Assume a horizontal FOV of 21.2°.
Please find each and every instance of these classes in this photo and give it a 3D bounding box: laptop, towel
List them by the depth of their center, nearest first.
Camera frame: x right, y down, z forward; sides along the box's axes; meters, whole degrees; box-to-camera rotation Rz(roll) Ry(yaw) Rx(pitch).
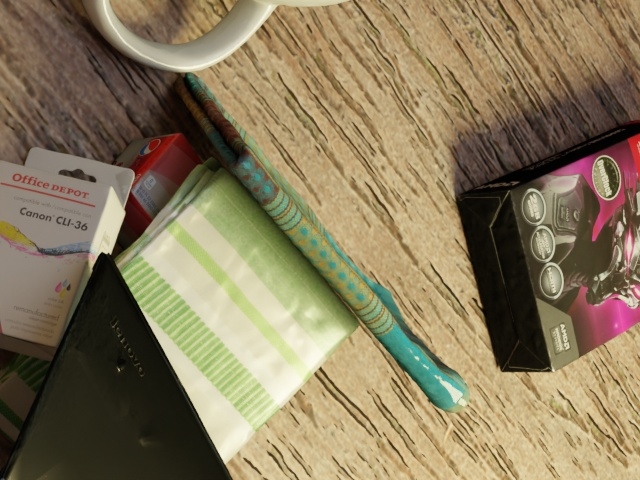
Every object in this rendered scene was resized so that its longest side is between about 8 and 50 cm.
[{"bbox_3d":[-0.266,0.295,1.504,0.408,0.236,0.382,-28,127,-5],"label":"laptop"},{"bbox_3d":[-0.143,0.113,1.644,0.325,0.038,0.248,-46,118,-11],"label":"towel"},{"bbox_3d":[0.000,0.000,1.722,0.040,0.271,0.370,-40,118,1],"label":"towel"}]

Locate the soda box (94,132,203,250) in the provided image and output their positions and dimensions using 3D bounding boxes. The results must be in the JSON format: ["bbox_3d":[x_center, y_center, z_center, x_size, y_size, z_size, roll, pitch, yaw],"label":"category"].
[{"bbox_3d":[-0.116,0.021,1.715,0.263,0.083,0.092,54,54,-26],"label":"soda box"}]

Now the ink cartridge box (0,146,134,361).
[{"bbox_3d":[-0.254,0.002,1.558,0.067,0.115,0.198,77,28,-69],"label":"ink cartridge box"}]

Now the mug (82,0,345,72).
[{"bbox_3d":[-0.088,-0.337,1.670,0.328,0.276,0.374,28,99,-46],"label":"mug"}]

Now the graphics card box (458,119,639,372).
[{"bbox_3d":[0.341,-0.002,2.136,0.371,0.094,0.233,-21,102,-41],"label":"graphics card box"}]
